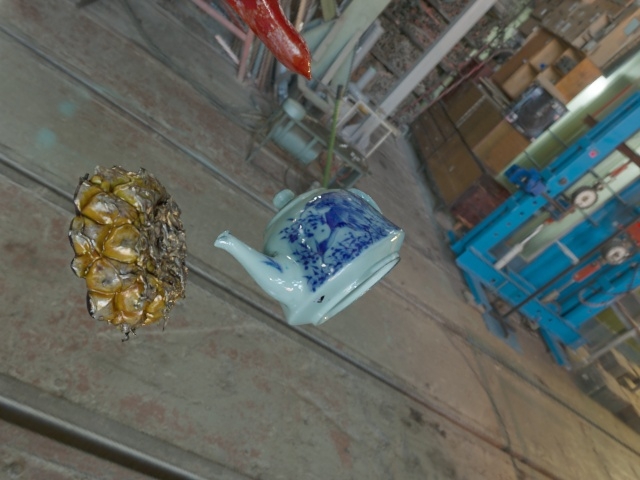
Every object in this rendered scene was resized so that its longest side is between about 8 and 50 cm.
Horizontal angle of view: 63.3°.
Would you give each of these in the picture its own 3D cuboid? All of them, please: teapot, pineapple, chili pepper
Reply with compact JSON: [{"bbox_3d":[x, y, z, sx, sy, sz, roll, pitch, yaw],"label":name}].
[{"bbox_3d":[0.000,0.000,0.575,0.232,0.159,0.159,-26,72,-46],"label":"teapot"},{"bbox_3d":[-0.205,0.008,0.602,0.225,0.076,0.224,-7,90,-83],"label":"pineapple"},{"bbox_3d":[-0.058,-0.203,0.393,0.191,0.050,0.059,51,1,-26],"label":"chili pepper"}]
